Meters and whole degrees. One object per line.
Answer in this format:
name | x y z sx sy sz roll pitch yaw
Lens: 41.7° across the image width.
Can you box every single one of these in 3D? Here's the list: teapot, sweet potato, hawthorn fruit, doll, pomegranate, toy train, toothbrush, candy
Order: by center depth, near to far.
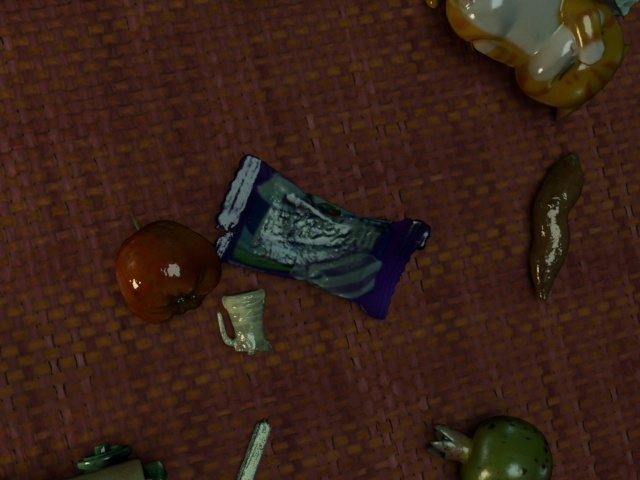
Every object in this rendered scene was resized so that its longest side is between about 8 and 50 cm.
toy train | -0.309 0.313 0.938 0.285 0.177 0.116 -12 89 -14
hawthorn fruit | -0.190 0.036 1.024 0.125 0.140 0.125 -20 122 -36
toothbrush | -0.118 0.366 1.058 0.026 0.028 0.294 22 76 -12
teapot | -0.095 0.106 1.066 0.067 0.057 0.083 -13 94 -18
candy | 0.000 0.000 1.091 0.275 0.070 0.145 21 90 -13
pomegranate | 0.220 0.294 1.094 0.159 0.129 0.129 -6 87 6
doll | 0.288 -0.288 1.123 0.269 0.162 0.166 42 111 -12
sweet potato | 0.323 -0.023 1.173 0.065 0.051 0.218 17 82 -14

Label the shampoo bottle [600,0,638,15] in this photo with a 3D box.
shampoo bottle | 0.480 -0.419 1.239 0.072 0.049 0.212 46 77 -10
